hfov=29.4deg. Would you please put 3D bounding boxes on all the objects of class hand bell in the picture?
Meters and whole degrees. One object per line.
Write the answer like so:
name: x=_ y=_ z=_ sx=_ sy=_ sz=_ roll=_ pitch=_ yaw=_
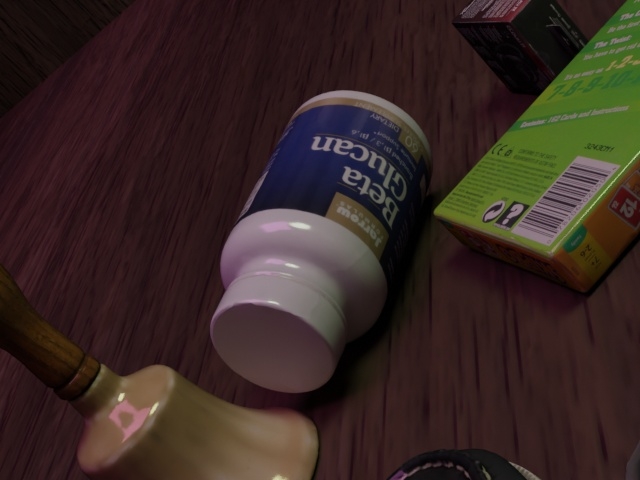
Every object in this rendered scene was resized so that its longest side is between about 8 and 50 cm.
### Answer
hand bell: x=-0.127 y=0.060 z=0.599 sx=0.126 sy=0.242 sz=0.126 roll=-38 pitch=22 yaw=18

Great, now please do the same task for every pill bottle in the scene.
pill bottle: x=0.000 y=0.000 z=0.684 sx=0.094 sy=0.094 sz=0.169 roll=-26 pitch=28 yaw=39

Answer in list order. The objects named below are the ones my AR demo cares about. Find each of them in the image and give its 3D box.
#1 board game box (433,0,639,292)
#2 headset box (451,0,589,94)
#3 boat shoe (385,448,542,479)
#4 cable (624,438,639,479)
board game box: x=0.176 y=-0.090 z=0.614 sx=0.259 sy=0.039 sz=0.124 roll=-50 pitch=22 yaw=-5
headset box: x=0.124 y=-0.118 z=0.721 sx=0.032 sy=0.062 sz=0.083 roll=-49 pitch=21 yaw=-8
boat shoe: x=-0.002 y=0.173 z=0.343 sx=0.127 sy=0.113 sz=0.340 roll=-26 pitch=28 yaw=40
cable: x=0.190 y=-0.027 z=0.422 sx=0.287 sy=0.072 sz=0.139 roll=-44 pitch=16 yaw=2
